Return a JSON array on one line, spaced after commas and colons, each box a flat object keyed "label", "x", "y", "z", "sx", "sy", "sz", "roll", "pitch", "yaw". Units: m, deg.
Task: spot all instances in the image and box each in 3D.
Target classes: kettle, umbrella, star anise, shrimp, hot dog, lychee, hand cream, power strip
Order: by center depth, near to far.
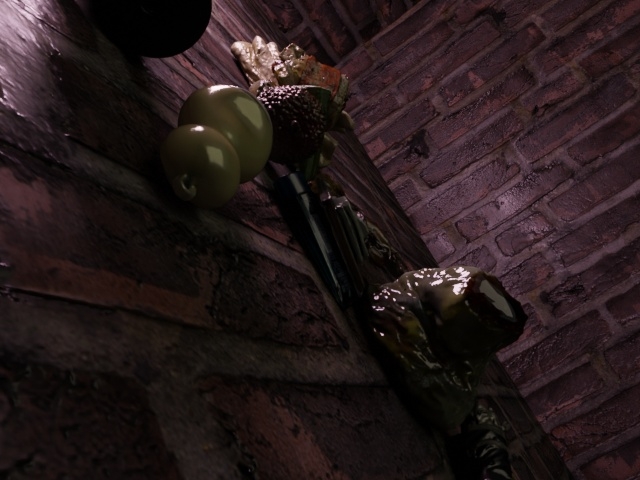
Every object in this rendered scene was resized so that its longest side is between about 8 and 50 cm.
[{"label": "kettle", "x": -0.285, "y": -0.407, "z": 0.859, "sx": 0.222, "sy": 0.161, "sz": 0.236, "roll": 11, "pitch": 35, "yaw": -27}, {"label": "umbrella", "x": 0.284, "y": 0.425, "z": 0.983, "sx": 0.113, "sy": 0.106, "sz": 0.357, "roll": 44, "pitch": 22, "yaw": -8}, {"label": "hand cream", "x": 0.000, "y": 0.000, "z": 1.067, "sx": 0.270, "sy": 0.061, "sz": 0.120, "roll": 62, "pitch": 15, "yaw": 5}, {"label": "power strip", "x": 0.058, "y": -0.022, "z": 1.132, "sx": 0.198, "sy": 0.065, "sz": 0.213, "roll": -109, "pitch": 176, "yaw": -70}, {"label": "lychee", "x": -0.067, "y": -0.230, "z": 1.149, "sx": 0.165, "sy": 0.165, "sz": 0.197, "roll": 48, "pitch": -1, "yaw": -29}, {"label": "hot dog", "x": -0.026, "y": -0.389, "z": 1.431, "sx": 0.213, "sy": 0.146, "sz": 0.103, "roll": 32, "pitch": -23, "yaw": -12}, {"label": "star anise", "x": 0.098, "y": -0.020, "z": 1.461, "sx": 0.124, "sy": 0.056, "sz": 0.129, "roll": 61, "pitch": 26, "yaw": 5}, {"label": "shrimp", "x": 0.147, "y": 0.011, "z": 1.578, "sx": 0.253, "sy": 0.058, "sz": 0.173, "roll": 51, "pitch": 21, "yaw": -3}]

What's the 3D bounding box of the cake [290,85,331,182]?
[{"label": "cake", "x": -0.016, "y": -0.243, "z": 1.328, "sx": 0.100, "sy": 0.099, "sz": 0.235, "roll": -33, "pitch": 114, "yaw": -71}]

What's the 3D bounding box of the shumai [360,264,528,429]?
[{"label": "shumai", "x": 0.252, "y": 0.164, "z": 1.099, "sx": 0.309, "sy": 0.264, "sz": 0.304, "roll": 55, "pitch": 15, "yaw": -1}]

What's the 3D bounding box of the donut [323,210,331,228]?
[{"label": "donut", "x": -0.003, "y": -0.034, "z": 1.166, "sx": 0.067, "sy": 0.038, "sz": 0.083, "roll": 62, "pitch": 12, "yaw": 15}]

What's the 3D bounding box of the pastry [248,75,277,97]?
[{"label": "pastry", "x": -0.116, "y": -0.323, "z": 1.391, "sx": 0.153, "sy": 0.081, "sz": 0.153, "roll": 57, "pitch": 3, "yaw": -5}]

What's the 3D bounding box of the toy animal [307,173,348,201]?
[{"label": "toy animal", "x": 0.009, "y": -0.107, "z": 1.337, "sx": 0.275, "sy": 0.054, "sz": 0.148, "roll": 38, "pitch": 37, "yaw": -59}]

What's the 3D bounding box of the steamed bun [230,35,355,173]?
[{"label": "steamed bun", "x": -0.045, "y": -0.382, "z": 1.586, "sx": 0.427, "sy": 0.189, "sz": 0.247, "roll": 58, "pitch": 5, "yaw": 13}]

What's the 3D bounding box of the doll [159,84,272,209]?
[{"label": "doll", "x": -0.142, "y": -0.119, "z": 0.744, "sx": 0.141, "sy": 0.117, "sz": 0.296, "roll": 58, "pitch": 25, "yaw": -20}]
